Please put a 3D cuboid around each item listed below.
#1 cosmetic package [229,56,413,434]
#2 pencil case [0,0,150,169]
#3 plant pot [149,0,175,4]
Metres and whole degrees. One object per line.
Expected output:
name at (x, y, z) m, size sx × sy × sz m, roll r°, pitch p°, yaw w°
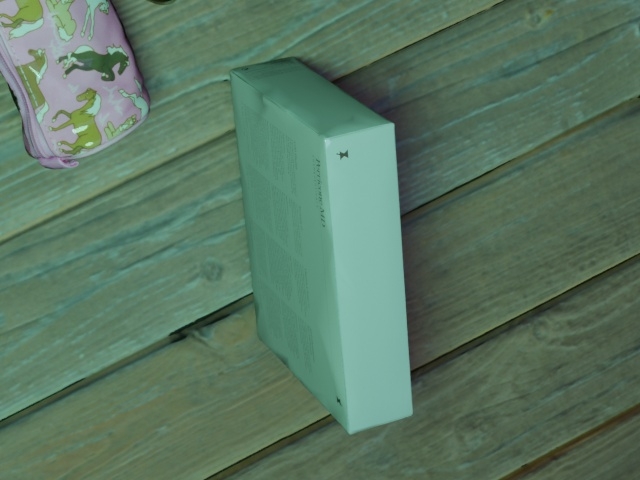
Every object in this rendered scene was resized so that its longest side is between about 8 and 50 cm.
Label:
cosmetic package at (0.000, 0.000, 1.974) m, size 0.097 × 0.284 × 0.377 m, roll -14°, pitch 117°, yaw -18°
pencil case at (-0.318, -0.268, 1.792) m, size 0.167 × 0.160 × 0.386 m, roll -25°, pitch 120°, yaw -3°
plant pot at (-0.133, -0.409, 1.804) m, size 0.230 × 0.215 × 0.215 m, roll -37°, pitch 122°, yaw -22°
